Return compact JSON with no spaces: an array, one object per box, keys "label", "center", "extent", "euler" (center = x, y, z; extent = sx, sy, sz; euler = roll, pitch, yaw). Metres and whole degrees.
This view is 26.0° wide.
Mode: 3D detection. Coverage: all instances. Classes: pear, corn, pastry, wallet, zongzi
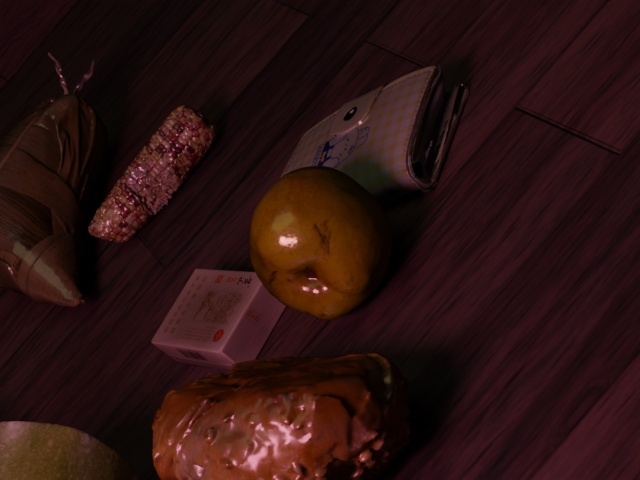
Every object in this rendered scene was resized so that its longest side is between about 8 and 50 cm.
[{"label":"pear","center":[0.000,0.000,1.802],"extent":[0.200,0.200,0.200],"euler":[-34,32,25]},{"label":"corn","center":[-0.295,-0.110,2.423],"extent":[0.290,0.098,0.098],"euler":[-51,29,-2]},{"label":"pastry","center":[-0.041,0.224,1.569],"extent":[0.255,0.161,0.311],"euler":[-20,10,-41]},{"label":"wallet","center":[0.057,-0.124,1.998],"extent":[0.310,0.077,0.223],"euler":[-18,45,44]},{"label":"zongzi","center":[-0.441,-0.094,2.571],"extent":[0.467,0.218,0.500],"euler":[17,60,37]}]

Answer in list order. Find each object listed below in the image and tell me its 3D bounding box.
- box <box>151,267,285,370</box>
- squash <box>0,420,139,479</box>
[{"label":"box","center":[-0.144,0.112,1.992],"extent":[0.201,0.058,0.141],"euler":[-1,53,54]},{"label":"squash","center":[-0.370,0.446,1.692],"extent":[0.263,0.263,0.384],"euler":[-30,34,30]}]
